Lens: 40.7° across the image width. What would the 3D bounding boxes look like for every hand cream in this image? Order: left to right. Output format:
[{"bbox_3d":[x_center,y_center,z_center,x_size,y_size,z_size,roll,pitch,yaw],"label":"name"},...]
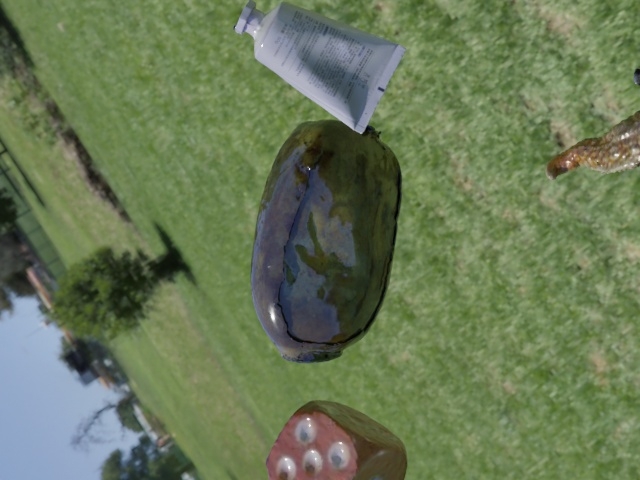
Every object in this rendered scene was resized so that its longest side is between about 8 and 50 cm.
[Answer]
[{"bbox_3d":[-0.007,-0.162,0.751,0.142,0.084,0.053,27,-174,-7],"label":"hand cream"}]

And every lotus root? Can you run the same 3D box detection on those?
[{"bbox_3d":[0.000,0.000,0.976,0.152,0.160,0.274,11,92,60],"label":"lotus root"}]

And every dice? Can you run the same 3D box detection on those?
[{"bbox_3d":[0.029,0.389,1.493,0.179,0.174,0.174,28,-176,39],"label":"dice"}]

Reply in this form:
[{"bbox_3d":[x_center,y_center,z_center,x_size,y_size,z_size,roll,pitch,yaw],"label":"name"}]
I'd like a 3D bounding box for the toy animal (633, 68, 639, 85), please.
[{"bbox_3d":[0.577,-0.144,1.182,0.183,0.247,0.309,-25,91,52],"label":"toy animal"}]

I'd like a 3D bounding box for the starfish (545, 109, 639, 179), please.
[{"bbox_3d":[0.386,-0.118,0.844,0.094,0.326,0.375,32,154,-35],"label":"starfish"}]
